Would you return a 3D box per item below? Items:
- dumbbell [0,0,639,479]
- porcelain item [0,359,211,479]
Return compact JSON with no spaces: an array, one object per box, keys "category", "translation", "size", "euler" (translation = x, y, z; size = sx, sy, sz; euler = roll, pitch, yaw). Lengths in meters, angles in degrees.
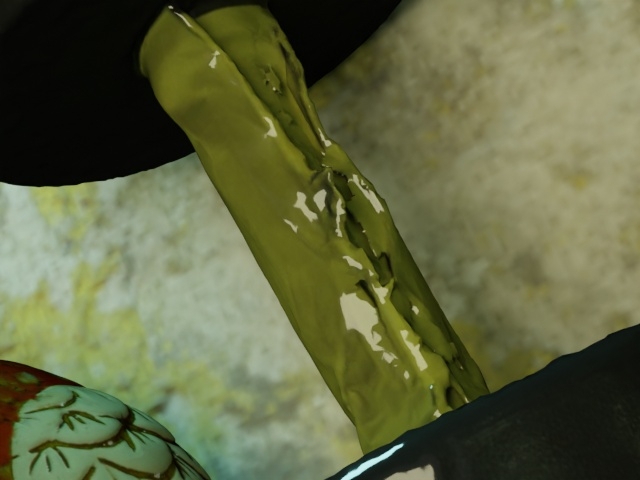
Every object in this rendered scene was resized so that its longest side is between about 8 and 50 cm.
[{"category":"dumbbell","translation":[0.000,0.000,0.575],"size":[0.204,0.204,0.322],"euler":[-35,72,20]},{"category":"porcelain item","translation":[-0.153,0.159,0.626],"size":[0.253,0.253,0.253],"euler":[-2,86,26]}]
